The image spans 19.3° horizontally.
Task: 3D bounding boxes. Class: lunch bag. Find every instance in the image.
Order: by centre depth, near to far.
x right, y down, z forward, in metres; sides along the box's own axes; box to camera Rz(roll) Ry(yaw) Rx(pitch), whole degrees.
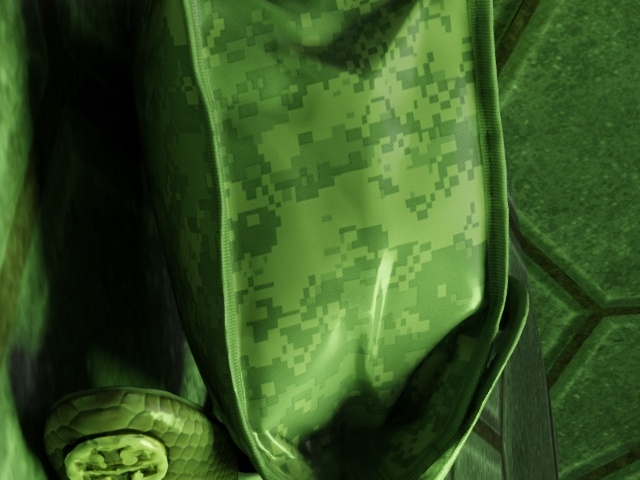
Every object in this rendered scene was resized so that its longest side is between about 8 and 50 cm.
[{"bbox_3d":[0.000,0.000,0.961,0.235,0.169,0.287,-160,-116,-78],"label":"lunch bag"}]

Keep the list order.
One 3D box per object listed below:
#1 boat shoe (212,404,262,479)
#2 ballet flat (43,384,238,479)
[{"bbox_3d":[-0.019,0.072,1.198,0.088,0.096,0.267,81,20,-44],"label":"boat shoe"},{"bbox_3d":[-0.077,0.140,0.923,0.250,0.084,0.058,77,13,-60],"label":"ballet flat"}]
